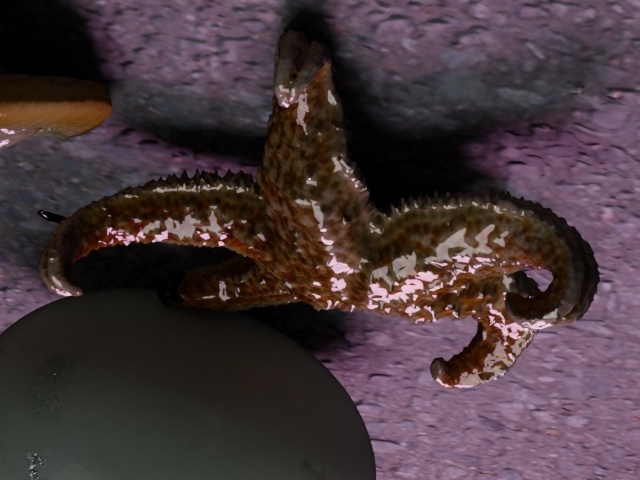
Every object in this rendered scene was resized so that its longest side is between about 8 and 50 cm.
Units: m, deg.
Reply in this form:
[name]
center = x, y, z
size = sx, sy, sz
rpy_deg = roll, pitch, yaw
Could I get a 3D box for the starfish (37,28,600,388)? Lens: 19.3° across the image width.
[starfish]
center = -0.003, 0.002, 1.029
size = 0.303, 0.113, 0.312
rpy_deg = 10, 156, 5

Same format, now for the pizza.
[pizza]
center = -0.243, -0.054, 0.977
size = 0.262, 0.034, 0.181
rpy_deg = -8, 180, 15

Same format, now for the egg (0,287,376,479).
[egg]
center = -0.096, 0.137, 1.223
size = 0.282, 0.203, 0.203
rpy_deg = 22, 152, -24
